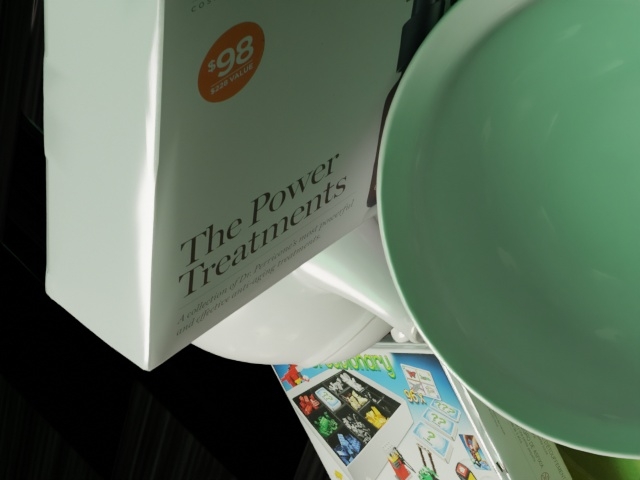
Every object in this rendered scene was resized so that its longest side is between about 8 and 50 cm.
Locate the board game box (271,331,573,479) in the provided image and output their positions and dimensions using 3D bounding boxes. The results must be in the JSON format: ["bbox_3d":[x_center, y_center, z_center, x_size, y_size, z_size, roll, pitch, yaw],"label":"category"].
[{"bbox_3d":[0.076,0.150,1.499,0.305,0.053,0.193,-4,115,64],"label":"board game box"}]

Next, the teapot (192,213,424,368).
[{"bbox_3d":[0.000,0.000,1.378,0.187,0.256,0.252,42,132,-8],"label":"teapot"}]

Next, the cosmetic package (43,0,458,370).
[{"bbox_3d":[0.012,-0.135,1.102,0.097,0.377,0.284,34,141,28],"label":"cosmetic package"}]

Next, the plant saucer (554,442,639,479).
[{"bbox_3d":[0.201,0.110,1.374,0.241,0.037,0.241,32,140,32],"label":"plant saucer"}]

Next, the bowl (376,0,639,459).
[{"bbox_3d":[0.190,-0.033,1.135,0.298,0.134,0.297,2,100,13],"label":"bowl"}]
